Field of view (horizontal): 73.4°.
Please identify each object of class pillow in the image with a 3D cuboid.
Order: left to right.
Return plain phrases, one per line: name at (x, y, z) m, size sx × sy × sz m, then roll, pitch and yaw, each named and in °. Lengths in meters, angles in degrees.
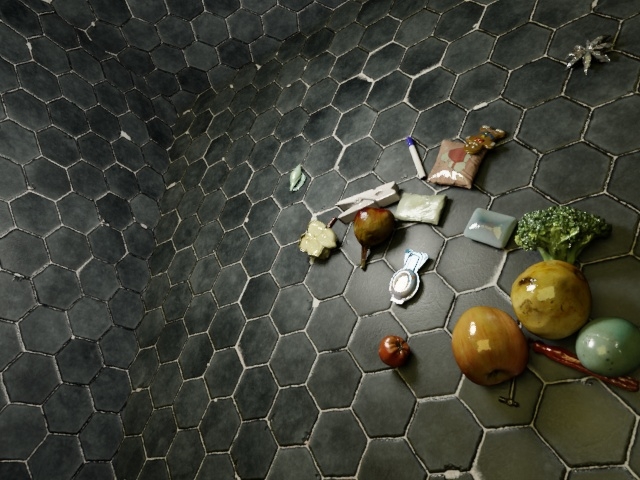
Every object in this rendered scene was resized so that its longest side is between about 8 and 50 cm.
pillow at (0.450, -0.148, 1.944) m, size 0.230 × 0.050 × 0.148 m, roll 8°, pitch 66°, yaw 42°
pillow at (0.606, -0.339, 1.905) m, size 0.223 × 0.084 × 0.236 m, roll 15°, pitch 75°, yaw 38°

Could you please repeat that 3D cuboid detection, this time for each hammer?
hammer at (0.660, 0.478, 1.478) m, size 0.065 × 0.021 × 0.178 m, roll 3°, pitch 68°, yaw 38°

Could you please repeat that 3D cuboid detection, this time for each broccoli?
broccoli at (0.845, -0.002, 1.512) m, size 0.288 × 0.248 × 0.245 m, roll 13°, pitch 111°, yaw 30°

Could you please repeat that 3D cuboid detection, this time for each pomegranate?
pomegranate at (0.750, 0.197, 1.402) m, size 0.261 × 0.260 × 0.260 m, roll -17°, pitch 58°, yaw 29°

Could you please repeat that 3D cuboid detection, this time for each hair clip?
hair clip at (0.228, -0.187, 2.100) m, size 0.331 × 0.085 × 0.101 m, roll -22°, pitch 46°, yaw 30°

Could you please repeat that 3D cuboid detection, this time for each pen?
pen at (0.462, -0.399, 2.078) m, size 0.033 × 0.033 × 0.268 m, roll -26°, pitch 53°, yaw 23°

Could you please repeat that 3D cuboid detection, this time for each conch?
conch at (-0.131, -0.364, 2.483) m, size 0.065 × 0.088 × 0.180 m, roll 140°, pitch 144°, yaw -77°

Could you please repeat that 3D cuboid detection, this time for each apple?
apple at (0.575, 0.359, 1.481) m, size 0.242 × 0.242 × 0.241 m, roll -26°, pitch 40°, yaw 23°

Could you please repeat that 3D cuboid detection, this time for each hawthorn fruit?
hawthorn fruit at (0.283, 0.442, 1.707) m, size 0.140 × 0.125 × 0.125 m, roll -18°, pitch 58°, yaw 26°

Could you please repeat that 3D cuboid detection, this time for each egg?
egg at (0.865, 0.315, 1.282) m, size 0.169 × 0.237 × 0.169 m, roll 17°, pitch 114°, yaw 45°

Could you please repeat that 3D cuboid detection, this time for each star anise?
star anise at (1.114, -0.771, 1.777) m, size 0.205 × 0.061 × 0.180 m, roll -23°, pitch 55°, yaw 24°

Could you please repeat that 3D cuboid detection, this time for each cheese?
cheese at (0.370, 0.156, 1.838) m, size 0.135 × 0.052 × 0.244 m, roll 17°, pitch 78°, yaw 41°

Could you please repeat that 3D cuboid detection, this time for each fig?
fig at (0.219, -0.024, 1.961) m, size 0.191 × 0.191 × 0.290 m, roll 18°, pitch 77°, yaw 41°

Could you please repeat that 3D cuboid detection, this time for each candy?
candy at (0.675, -0.052, 1.712) m, size 0.174 × 0.071 × 0.138 m, roll 24°, pitch 82°, yaw 41°

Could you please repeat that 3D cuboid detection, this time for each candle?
candle at (0.828, 0.392, 1.379) m, size 0.329 × 0.051 × 0.048 m, roll 20°, pitch 66°, yaw 40°

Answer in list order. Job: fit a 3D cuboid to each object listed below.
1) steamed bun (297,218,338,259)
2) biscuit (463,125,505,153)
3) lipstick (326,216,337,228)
steamed bun at (0.000, 0.000, 2.153) m, size 0.192 × 0.106 × 0.177 m, roll 25°, pitch 96°, yaw 19°
biscuit at (0.702, -0.437, 1.867) m, size 0.205 × 0.031 × 0.138 m, roll -37°, pitch 46°, yaw -19°
lipstick at (0.025, -0.052, 2.219) m, size 0.176 × 0.027 × 0.027 m, roll -52°, pitch 48°, yaw 2°
